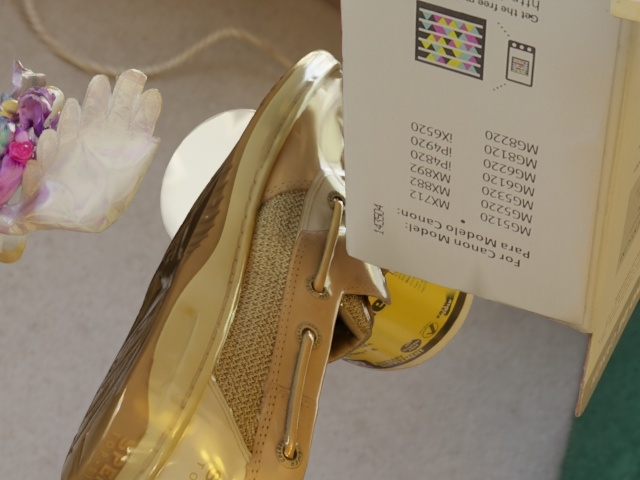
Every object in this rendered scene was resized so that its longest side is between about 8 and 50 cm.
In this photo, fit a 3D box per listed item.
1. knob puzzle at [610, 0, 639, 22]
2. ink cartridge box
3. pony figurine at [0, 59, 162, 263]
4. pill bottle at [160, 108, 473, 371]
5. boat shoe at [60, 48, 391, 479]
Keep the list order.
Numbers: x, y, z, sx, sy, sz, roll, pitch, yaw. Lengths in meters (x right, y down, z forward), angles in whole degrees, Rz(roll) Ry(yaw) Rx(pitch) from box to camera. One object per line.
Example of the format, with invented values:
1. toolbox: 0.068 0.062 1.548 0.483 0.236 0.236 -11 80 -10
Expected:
1. knob puzzle: 0.190 -0.133 0.454 0.213 0.213 0.030 37 25 -2
2. ink cartridge box: 0.132 -0.118 0.767 0.130 0.272 0.309 19 48 20
3. pony figurine: -0.345 -0.063 1.665 0.302 0.351 0.363 16 17 -10
4. pill bottle: 0.000 0.000 1.511 0.334 0.188 0.188 31 33 -54
5. boat shoe: -0.026 0.026 0.831 0.110 0.122 0.341 30 43 -8
